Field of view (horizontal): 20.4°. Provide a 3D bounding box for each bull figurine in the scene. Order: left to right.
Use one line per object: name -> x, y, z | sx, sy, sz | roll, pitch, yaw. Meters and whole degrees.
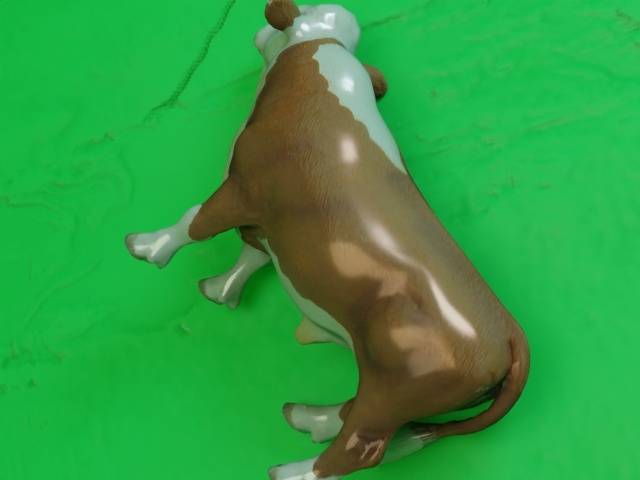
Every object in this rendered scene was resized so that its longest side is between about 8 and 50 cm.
bull figurine -> 0.000, 0.000, 1.074 | 0.188, 0.101, 0.310 | -43, 60, 20
